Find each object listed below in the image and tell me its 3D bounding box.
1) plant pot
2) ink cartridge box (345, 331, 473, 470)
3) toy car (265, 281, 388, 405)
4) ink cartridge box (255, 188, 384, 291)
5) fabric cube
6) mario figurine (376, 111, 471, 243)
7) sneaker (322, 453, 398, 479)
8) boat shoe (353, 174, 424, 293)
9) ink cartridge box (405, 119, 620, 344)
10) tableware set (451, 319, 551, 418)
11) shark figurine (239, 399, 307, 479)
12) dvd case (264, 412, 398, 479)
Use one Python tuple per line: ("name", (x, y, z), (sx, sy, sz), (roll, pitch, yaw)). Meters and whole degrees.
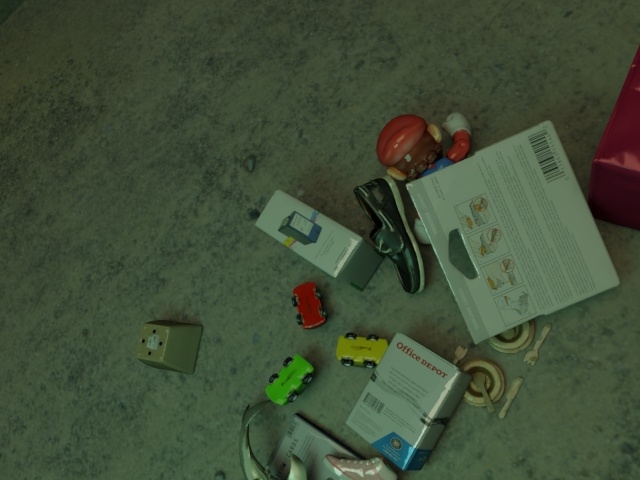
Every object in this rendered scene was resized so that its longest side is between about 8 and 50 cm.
("plant pot", (-0.334, 0.224, 1.219), (0.109, 0.096, 0.108), (3, 76, 24))
("ink cartridge box", (0.155, 0.280, 0.993), (0.140, 0.082, 0.190), (29, 87, 39))
("toy car", (-0.014, 0.223, 1.090), (0.239, 0.053, 0.225), (36, 74, 28))
("ink cartridge box", (0.000, 0.000, 1.115), (0.212, 0.154, 0.093), (34, 90, 26))
("fabric cube", (0.586, -0.149, 0.863), (0.258, 0.254, 0.259), (21, 84, 28))
("mario figurine", (0.242, -0.117, 1.094), (0.198, 0.170, 0.320), (-33, 71, -30))
("sneaker", (0.074, 0.397, 0.992), (0.134, 0.051, 0.070), (27, 82, 23))
("boat shoe", (0.130, -0.004, 1.075), (0.079, 0.084, 0.233), (-20, 88, -18))
("ink cartridge box", (0.316, -0.013, 0.952), (0.261, 0.066, 0.296), (-23, 91, 3))
("tableware set", (0.304, 0.200, 0.993), (0.128, 0.039, 0.194), (27, 86, 27))
("shark figurine", (-0.090, 0.435, 1.026), (0.166, 0.116, 0.278), (-36, 68, -28))
("dvd case", (0.005, 0.460, 1.045), (0.239, 0.029, 0.179), (26, 86, 28))
